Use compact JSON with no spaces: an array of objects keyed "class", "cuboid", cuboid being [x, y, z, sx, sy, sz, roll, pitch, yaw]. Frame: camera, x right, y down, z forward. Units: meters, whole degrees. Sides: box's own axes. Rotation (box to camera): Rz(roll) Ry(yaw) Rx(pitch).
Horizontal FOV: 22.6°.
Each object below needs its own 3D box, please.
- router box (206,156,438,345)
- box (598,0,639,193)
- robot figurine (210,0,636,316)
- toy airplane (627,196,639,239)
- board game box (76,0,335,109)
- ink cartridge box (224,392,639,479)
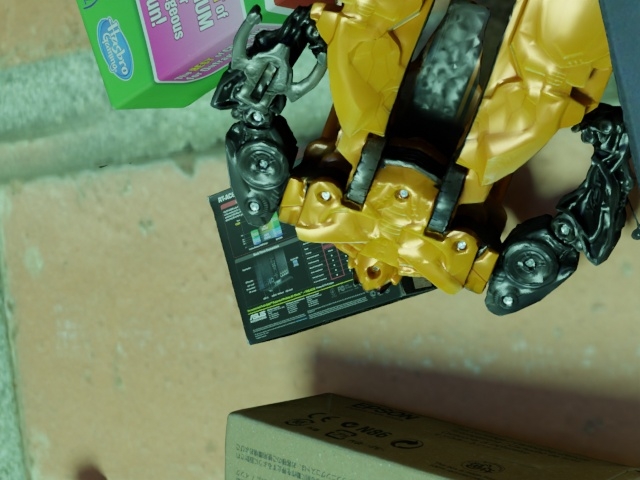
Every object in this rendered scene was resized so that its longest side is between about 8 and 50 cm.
[{"class":"router box","cuboid":[0.000,0.000,0.903,0.122,0.038,0.092,-19,84,39]},{"class":"box","cuboid":[0.246,0.033,0.511,0.179,0.312,0.343,-14,88,30]},{"class":"robot figurine","cuboid":[0.068,-0.096,0.758,0.211,0.085,0.291,21,126,2]},{"class":"toy airplane","cuboid":[0.206,-0.022,0.736,0.151,0.028,0.151,7,102,38]},{"class":"board game box","cuboid":[-0.032,-0.244,0.879,0.316,0.064,0.242,-27,79,39]},{"class":"ink cartridge box","cuboid":[0.053,0.196,0.837,0.234,0.088,0.193,10,103,46]}]
